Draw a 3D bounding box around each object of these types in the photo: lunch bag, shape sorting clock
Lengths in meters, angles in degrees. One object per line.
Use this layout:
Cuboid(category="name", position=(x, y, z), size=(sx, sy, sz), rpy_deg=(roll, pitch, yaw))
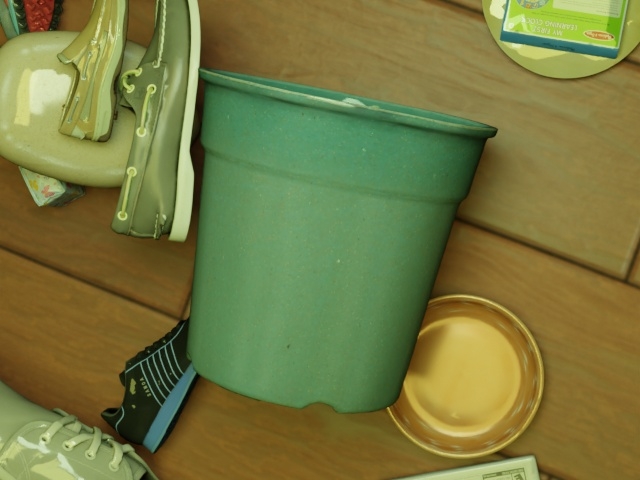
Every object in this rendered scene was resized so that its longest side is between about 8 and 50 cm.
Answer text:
Cuboid(category="lunch bag", position=(-0.349, -0.089, 1.532), size=(0.053, 0.071, 0.083), rpy_deg=(-30, 83, 11))
Cuboid(category="shape sorting clock", position=(0.298, -0.298, 1.427), size=(0.206, 0.040, 0.206), rpy_deg=(0, 90, 7))

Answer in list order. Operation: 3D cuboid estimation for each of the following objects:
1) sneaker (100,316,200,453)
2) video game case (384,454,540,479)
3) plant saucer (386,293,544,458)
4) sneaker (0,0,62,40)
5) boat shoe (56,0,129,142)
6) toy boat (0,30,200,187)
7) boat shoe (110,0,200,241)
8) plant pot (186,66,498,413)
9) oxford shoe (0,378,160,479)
Cuboid(category="sneaker", position=(-0.193, 0.152, 1.496), size=(0.090, 0.081, 0.232), rpy_deg=(29, 95, 5))
Cuboid(category="video game case", position=(0.182, 0.369, 1.452), size=(0.201, 0.023, 0.183), rpy_deg=(-12, 87, 9))
Cuboid(category="plant saucer", position=(0.172, 0.164, 1.449), size=(0.200, 0.037, 0.199), rpy_deg=(0, 90, 11))
Cuboid(category="sneaker", position=(-0.427, -0.360, 1.552), size=(0.125, 0.104, 0.261), rpy_deg=(-23, 81, 27))
Cuboid(category="boat shoe", position=(-0.267, -0.210, 1.370), size=(0.072, 0.068, 0.189), rpy_deg=(7, 94, -20))
Cuboid(category="toy boat", position=(-0.270, -0.225, 1.484), size=(0.268, 0.148, 0.318), rpy_deg=(13, 91, -19))
Cuboid(category="boat shoe", position=(-0.190, -0.152, 1.381), size=(0.091, 0.109, 0.304), rpy_deg=(3, 90, -11))
Cuboid(category="plant pot", position=(0.000, 0.000, 1.348), size=(0.341, 0.341, 0.334), rpy_deg=(12, 98, 11))
Cuboid(category="oxford shoe", position=(-0.308, 0.279, 1.476), size=(0.449, 0.169, 0.130), rpy_deg=(43, 100, 1))
